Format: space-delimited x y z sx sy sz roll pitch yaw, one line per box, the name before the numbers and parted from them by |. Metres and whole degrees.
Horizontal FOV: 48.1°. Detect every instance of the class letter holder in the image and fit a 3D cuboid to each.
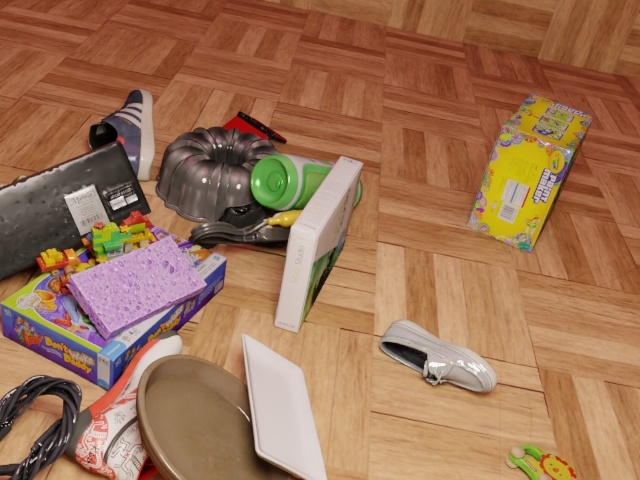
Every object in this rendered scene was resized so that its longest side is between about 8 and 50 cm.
letter holder | -0.521 -0.065 1.393 0.301 0.152 0.214 -28 17 -26

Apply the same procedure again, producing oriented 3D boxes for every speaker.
speaker | -0.025 -0.123 1.627 0.131 0.131 0.296 35 18 30

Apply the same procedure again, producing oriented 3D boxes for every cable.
cable | -0.148 -0.025 1.488 0.287 0.139 0.072 0 74 -33
cable | -0.415 0.269 1.007 0.184 0.047 0.150 -39 42 -15

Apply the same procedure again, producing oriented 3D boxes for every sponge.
sponge | -0.310 0.076 1.225 0.210 0.031 0.117 -27 75 -45

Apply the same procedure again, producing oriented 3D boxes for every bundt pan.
bundt pan | -0.225 -0.171 1.710 0.330 0.124 0.331 9 33 -6

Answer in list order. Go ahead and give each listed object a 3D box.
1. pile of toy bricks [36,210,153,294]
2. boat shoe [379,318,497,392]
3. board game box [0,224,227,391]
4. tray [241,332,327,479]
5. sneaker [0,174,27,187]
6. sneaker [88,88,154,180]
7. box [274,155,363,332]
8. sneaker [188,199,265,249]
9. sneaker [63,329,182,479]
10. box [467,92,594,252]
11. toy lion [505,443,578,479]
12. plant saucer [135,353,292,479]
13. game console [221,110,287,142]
pile of toy bricks | -0.383 0.009 1.269 0.212 0.105 0.118 -15 43 -34
boat shoe | 0.210 0.228 1.322 0.227 0.079 0.081 26 45 28
board game box | -0.362 0.099 1.311 0.233 0.078 0.347 23 35 15
tray | -0.069 0.270 1.143 0.145 0.030 0.270 38 17 -28
sneaker | -0.634 -0.104 1.511 0.192 0.086 0.064 19 34 9
sneaker | -0.494 -0.279 1.771 0.148 0.131 0.350 5 35 -19
box | 0.000 0.000 1.435 0.058 0.232 0.322 19 35 10
sneaker | -0.204 -0.038 1.551 0.170 0.089 0.051 -10 40 -31
sneaker | -0.254 0.259 1.107 0.144 0.090 0.270 24 39 14
box | 0.530 -0.176 1.811 0.177 0.290 0.279 24 36 17
toy lion | 0.373 0.377 1.190 0.096 0.034 0.100 -7 37 -37
plant saucer | -0.156 0.284 1.039 0.278 0.041 0.278 39 18 -15
game console | -0.188 -0.289 1.991 0.144 0.085 0.124 37 10 31
